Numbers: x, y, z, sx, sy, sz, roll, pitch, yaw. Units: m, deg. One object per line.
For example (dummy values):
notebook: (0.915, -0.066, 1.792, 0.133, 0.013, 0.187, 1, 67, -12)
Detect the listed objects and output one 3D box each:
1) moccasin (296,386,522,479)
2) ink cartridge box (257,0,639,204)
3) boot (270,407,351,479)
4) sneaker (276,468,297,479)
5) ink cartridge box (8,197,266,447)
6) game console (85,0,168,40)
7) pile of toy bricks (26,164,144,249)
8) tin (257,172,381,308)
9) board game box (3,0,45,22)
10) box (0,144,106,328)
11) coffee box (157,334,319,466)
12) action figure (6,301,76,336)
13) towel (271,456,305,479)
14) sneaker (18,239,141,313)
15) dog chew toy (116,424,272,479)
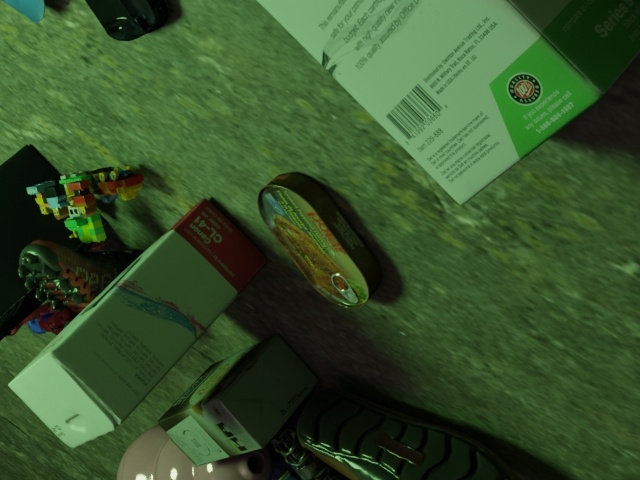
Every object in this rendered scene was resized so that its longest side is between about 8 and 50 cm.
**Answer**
moccasin: (0.135, 0.317, 1.451, 0.380, 0.139, 0.147, 14, 160, 39)
ink cartridge box: (0.096, -0.201, 0.912, 0.289, 0.121, 0.211, 45, 148, -2)
boot: (0.008, 0.356, 1.584, 0.229, 0.091, 0.263, 48, -173, -13)
sneaker: (-0.059, 0.430, 1.819, 0.059, 0.053, 0.144, 38, 150, 11)
ink cartridge box: (-0.242, 0.111, 1.466, 0.131, 0.306, 0.226, 48, 147, -6)
game console: (-0.301, -0.379, 1.220, 0.213, 0.044, 0.361, -4, 124, 52)
pile of toy bricks: (-0.330, -0.039, 1.554, 0.212, 0.118, 0.105, -2, 107, 50)
tin: (0.000, 0.000, 1.329, 0.189, 0.040, 0.106, 54, 150, -15)
board game box: (-0.386, -0.347, 1.359, 0.169, 0.033, 0.133, 34, 152, 24)
box: (-0.543, 0.063, 1.736, 0.179, 0.312, 0.343, 46, 147, -3)
coffee box: (-0.128, 0.243, 1.648, 0.098, 0.141, 0.246, 49, 147, -7)
action figure: (-0.537, 0.170, 2.023, 0.280, 0.139, 0.091, -3, 127, 46)
towel: (0.038, 0.460, 1.816, 0.285, 0.034, 0.209, 51, 149, -8)
sneaker: (-0.331, 0.054, 1.627, 0.098, 0.135, 0.276, 4, 154, 35)
dog chew toy: (-0.202, 0.397, 1.867, 0.332, 0.206, 0.206, -24, 109, 47)
